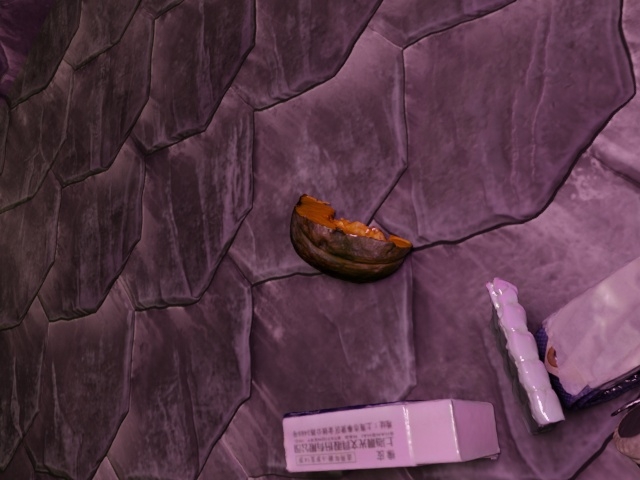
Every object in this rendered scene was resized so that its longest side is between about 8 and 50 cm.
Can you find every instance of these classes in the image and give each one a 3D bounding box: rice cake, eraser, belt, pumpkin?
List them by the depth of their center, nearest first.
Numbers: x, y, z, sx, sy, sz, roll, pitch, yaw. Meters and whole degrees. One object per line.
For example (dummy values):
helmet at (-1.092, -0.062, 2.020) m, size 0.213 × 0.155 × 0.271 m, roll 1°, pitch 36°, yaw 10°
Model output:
belt at (0.359, 0.107, 0.783) m, size 0.230 × 0.140 × 0.126 m, roll -41°, pitch 55°, yaw 31°
rice cake at (0.243, 0.146, 0.841) m, size 0.037 × 0.198 × 0.189 m, roll -19°, pitch 61°, yaw 7°
eraser at (0.092, 0.272, 0.975) m, size 0.287 × 0.130 × 0.086 m, roll -16°, pitch 70°, yaw 36°
pumpkin at (-0.003, 0.003, 1.110) m, size 0.278 × 0.163 × 0.111 m, roll 27°, pitch 101°, yaw 40°

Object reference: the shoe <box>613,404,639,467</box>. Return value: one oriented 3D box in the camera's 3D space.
shoe at (0.433, 0.209, 0.731) m, size 0.228 × 0.099 × 0.112 m, roll -20°, pitch 94°, yaw 15°
